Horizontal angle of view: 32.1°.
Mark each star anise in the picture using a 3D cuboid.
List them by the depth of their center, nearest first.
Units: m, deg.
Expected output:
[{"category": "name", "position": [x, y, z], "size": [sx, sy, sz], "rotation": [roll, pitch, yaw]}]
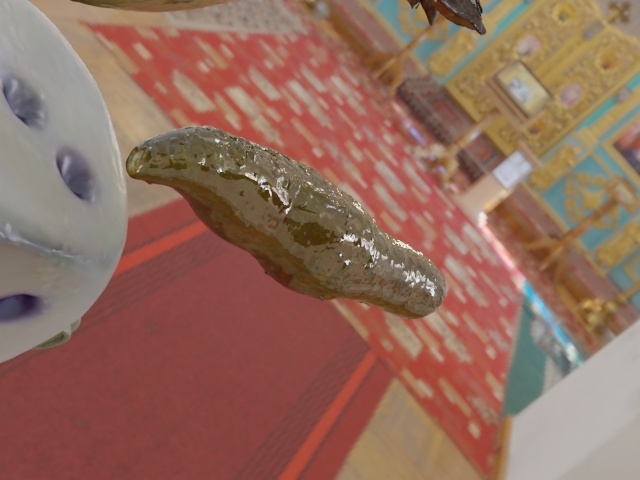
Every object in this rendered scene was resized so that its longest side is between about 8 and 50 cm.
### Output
[{"category": "star anise", "position": [0.120, -0.276, 1.120], "size": [0.212, 0.054, 0.157], "rotation": [91, -19, -50]}]

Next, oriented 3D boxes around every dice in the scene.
[{"category": "dice", "position": [-0.236, -0.037, 0.621], "size": [0.192, 0.194, 0.193], "rotation": [30, 40, -55]}]

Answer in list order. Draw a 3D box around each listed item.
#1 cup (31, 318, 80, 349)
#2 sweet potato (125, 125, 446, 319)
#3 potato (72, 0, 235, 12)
[{"category": "cup", "position": [-0.326, 0.043, 1.221], "size": [0.120, 0.120, 0.141], "rotation": [27, 51, -56]}, {"category": "sweet potato", "position": [0.000, 0.000, 0.600], "size": [0.274, 0.067, 0.067], "rotation": [29, 24, -48]}, {"category": "potato", "position": [-0.095, -0.160, 0.367], "size": [0.202, 0.182, 0.117], "rotation": [48, 48, 6]}]
